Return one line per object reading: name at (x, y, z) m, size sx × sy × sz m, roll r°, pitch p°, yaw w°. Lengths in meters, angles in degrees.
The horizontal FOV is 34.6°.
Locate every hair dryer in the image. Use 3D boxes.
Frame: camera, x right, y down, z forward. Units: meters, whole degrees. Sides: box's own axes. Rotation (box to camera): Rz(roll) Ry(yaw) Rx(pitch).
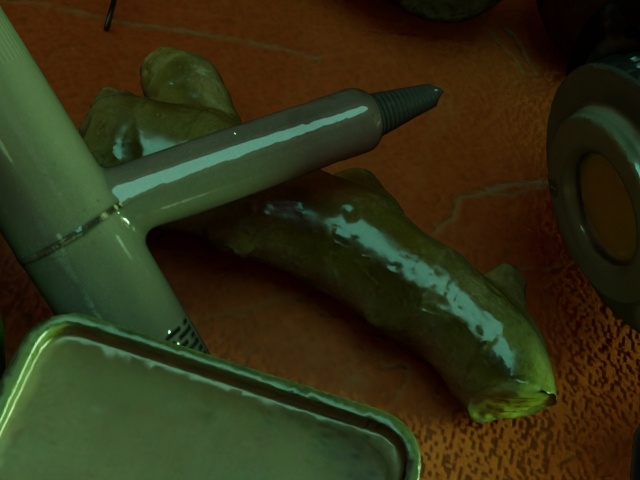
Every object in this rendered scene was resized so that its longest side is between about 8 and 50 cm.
hair dryer at (-0.048, -0.056, 0.478) m, size 0.220 × 0.054 × 0.195 m, roll -34°, pitch 103°, yaw -15°

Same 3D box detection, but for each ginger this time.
ginger at (-0.001, 0.002, 0.556) m, size 0.299 × 0.065 × 0.118 m, roll 34°, pitch 59°, yaw 6°

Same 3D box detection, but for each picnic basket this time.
picnic basket at (-0.074, 0.171, 0.361) m, size 0.165 × 0.139 × 0.266 m, roll 18°, pitch 52°, yaw -3°

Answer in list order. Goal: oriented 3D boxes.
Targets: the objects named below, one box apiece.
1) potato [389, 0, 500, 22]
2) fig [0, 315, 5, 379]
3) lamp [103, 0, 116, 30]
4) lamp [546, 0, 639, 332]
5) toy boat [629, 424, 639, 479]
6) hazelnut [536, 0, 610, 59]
potato at (0.048, -0.250, 0.713) m, size 0.149 × 0.113 × 0.251 m, roll -40°, pitch 68°, yaw -9°
fig at (-0.216, 0.005, 0.423) m, size 0.167 × 0.167 × 0.233 m, roll 0°, pitch 71°, yaw -16°
lamp at (-0.174, -0.185, 0.645) m, size 0.121 × 0.054 × 0.041 m, roll 23°, pitch 52°, yaw 1°
lamp at (0.263, -0.046, 0.560) m, size 0.272 × 0.374 × 0.205 m, roll -29°, pitch 48°, yaw 3°
toy boat at (0.125, 0.157, 0.419) m, size 0.142 × 0.129 × 0.309 m, roll 20°, pitch 72°, yaw 8°
hazelnut at (0.249, -0.183, 0.710) m, size 0.204 × 0.178 × 0.178 m, roll 0°, pitch 55°, yaw -9°
